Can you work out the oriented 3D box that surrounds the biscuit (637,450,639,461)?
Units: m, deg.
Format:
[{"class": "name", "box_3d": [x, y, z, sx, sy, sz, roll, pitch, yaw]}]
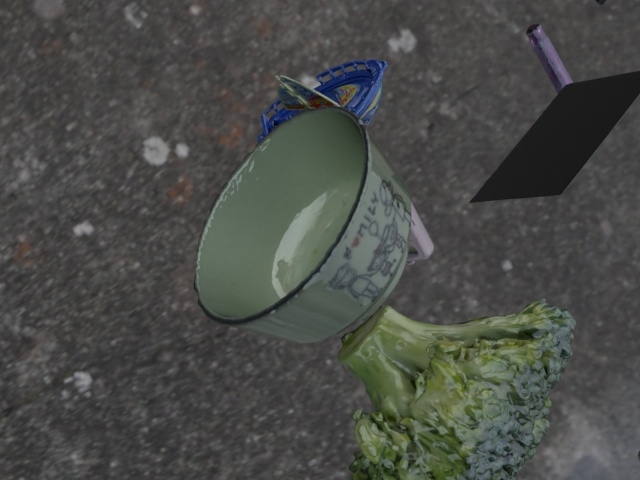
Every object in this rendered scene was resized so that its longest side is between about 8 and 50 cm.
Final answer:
[{"class": "biscuit", "box_3d": [0.577, 0.431, 1.951, 0.176, 0.031, 0.228, -1, 67, -36]}]

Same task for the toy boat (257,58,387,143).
[{"class": "toy boat", "box_3d": [-0.009, -0.135, 1.248, 0.110, 0.175, 0.091, 30, 37, -46]}]

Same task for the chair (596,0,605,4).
[{"class": "chair", "box_3d": [0.281, -0.327, 1.215, 0.260, 0.154, 0.141, 15, 38, -31]}]

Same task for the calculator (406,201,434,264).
[{"class": "calculator", "box_3d": [0.092, -0.031, 1.729, 0.032, 0.100, 0.175, -55, 128, -35]}]

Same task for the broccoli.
[{"class": "broccoli", "box_3d": [0.133, 0.156, 1.346, 0.245, 0.248, 0.288, 38, 36, 8]}]

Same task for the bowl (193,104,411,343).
[{"class": "bowl", "box_3d": [0.000, 0.000, 1.071, 0.112, 0.211, 0.211, 34, 53, -32]}]

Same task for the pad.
[{"class": "pad", "box_3d": [0.310, -0.133, 1.577, 0.245, 0.170, 0.006, -48, 113, -26]}]

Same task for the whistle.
[{"class": "whistle", "box_3d": [0.392, -0.281, 2.070, 0.033, 0.033, 0.176, -47, 112, -40]}]
